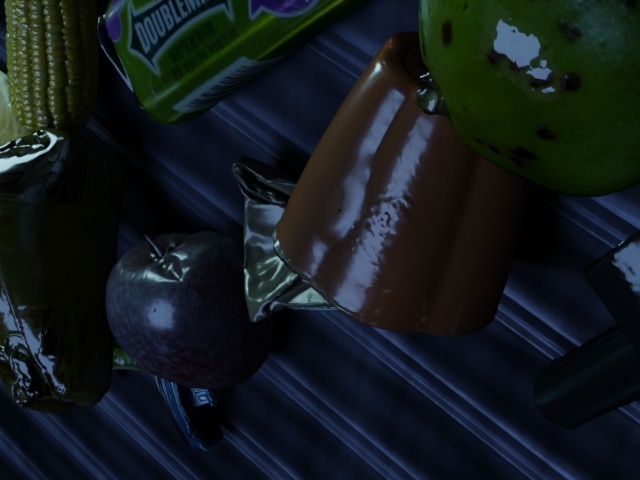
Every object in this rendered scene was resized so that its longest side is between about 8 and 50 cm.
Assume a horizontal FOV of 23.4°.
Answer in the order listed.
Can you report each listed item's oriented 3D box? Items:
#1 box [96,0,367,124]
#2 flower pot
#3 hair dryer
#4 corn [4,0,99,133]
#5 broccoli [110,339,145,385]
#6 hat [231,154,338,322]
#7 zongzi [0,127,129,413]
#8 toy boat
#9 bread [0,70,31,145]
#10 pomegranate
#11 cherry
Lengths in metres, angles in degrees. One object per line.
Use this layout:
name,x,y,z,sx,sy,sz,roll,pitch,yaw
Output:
box,-0.064,-0.207,1.272,0.345,0.097,0.134,-24,91,55
flower pot,0.077,-0.052,1.143,0.190,0.190,0.173,39,125,30
hair dryer,0.258,0.119,1.091,0.244,0.116,0.302,58,156,7
corn,-0.266,-0.217,1.526,0.093,0.093,0.244,34,135,34
broccoli,-0.244,0.122,1.727,0.204,0.118,0.122,6,100,32
hat,0.000,0.000,1.365,0.175,0.085,0.147,7,108,24
zongzi,-0.351,0.037,1.563,0.300,0.145,0.274,-2,77,14
toy boat,-0.134,0.157,1.635,0.060,0.060,0.137,-14,100,29
bread,-0.380,-0.036,1.735,0.316,0.054,0.316,-1,88,38
pomegranate,0.178,-0.141,0.952,0.263,0.211,0.211,-25,93,11
cherry,-0.128,0.070,1.496,0.176,0.140,0.176,23,136,24
